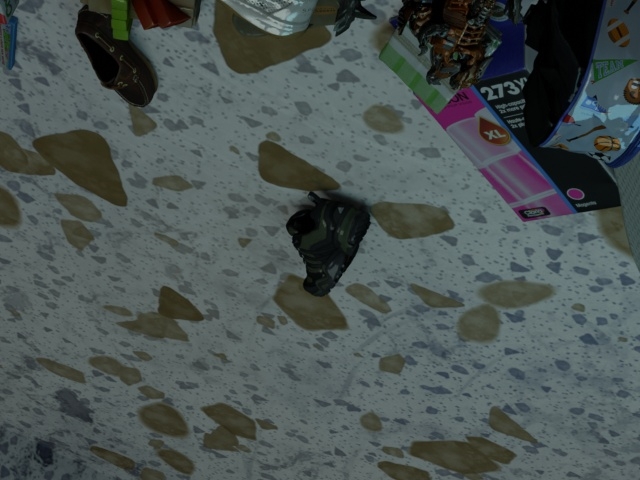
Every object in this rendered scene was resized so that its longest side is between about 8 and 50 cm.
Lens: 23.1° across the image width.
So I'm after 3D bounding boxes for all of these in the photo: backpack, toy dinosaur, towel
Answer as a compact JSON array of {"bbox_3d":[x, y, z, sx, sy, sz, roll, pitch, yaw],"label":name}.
[{"bbox_3d":[0.325,-0.213,1.700,0.213,0.263,0.276,19,148,2],"label":"backpack"},{"bbox_3d":[0.126,-0.323,1.798,0.218,0.164,0.322,0,109,5],"label":"toy dinosaur"},{"bbox_3d":[0.148,-0.241,1.939,0.113,0.023,0.152,46,136,6],"label":"towel"}]

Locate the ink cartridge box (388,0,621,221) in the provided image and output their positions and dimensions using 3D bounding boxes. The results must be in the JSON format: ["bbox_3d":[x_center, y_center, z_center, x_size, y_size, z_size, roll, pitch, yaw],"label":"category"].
[{"bbox_3d":[0.250,-0.164,2.024,0.175,0.069,0.371,-9,136,40],"label":"ink cartridge box"}]

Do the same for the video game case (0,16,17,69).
[{"bbox_3d":[-0.523,-0.315,2.280,0.166,0.015,0.119,22,149,-2],"label":"video game case"}]

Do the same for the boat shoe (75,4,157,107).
[{"bbox_3d":[-0.291,-0.250,2.192,0.073,0.073,0.207,3,147,24],"label":"boat shoe"}]

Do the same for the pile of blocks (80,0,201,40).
[{"bbox_3d":[-0.316,-0.332,1.984,0.362,0.113,0.149,22,147,-20],"label":"pile of blocks"}]

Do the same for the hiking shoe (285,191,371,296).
[{"bbox_3d":[0.000,0.000,2.426,0.114,0.086,0.227,33,144,5],"label":"hiking shoe"}]

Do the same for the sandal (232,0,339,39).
[{"bbox_3d":[-0.041,-0.285,2.009,0.180,0.049,0.072,0,144,31],"label":"sandal"}]

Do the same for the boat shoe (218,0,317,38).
[{"bbox_3d":[-0.126,-0.353,1.924,0.277,0.098,0.096,26,126,-4],"label":"boat shoe"}]

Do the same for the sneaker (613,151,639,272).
[{"bbox_3d":[0.458,-0.099,1.978,0.150,0.135,0.366,-23,132,-9],"label":"sneaker"}]

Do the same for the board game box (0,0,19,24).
[{"bbox_3d":[-0.523,-0.421,2.072,0.193,0.053,0.305,13,148,11],"label":"board game box"}]
